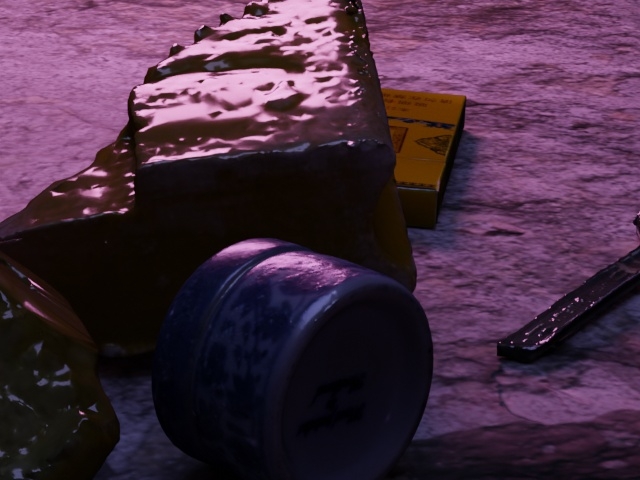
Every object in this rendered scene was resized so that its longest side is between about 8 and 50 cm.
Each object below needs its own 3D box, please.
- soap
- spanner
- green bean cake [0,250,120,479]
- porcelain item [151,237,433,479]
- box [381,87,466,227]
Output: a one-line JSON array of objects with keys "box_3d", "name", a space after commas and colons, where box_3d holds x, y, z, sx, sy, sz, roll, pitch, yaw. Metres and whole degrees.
[{"box_3d": [-0.100, -0.063, 1.358, 0.304, 0.169, 0.338, -8, 30, 0], "name": "soap"}, {"box_3d": [0.228, 0.027, 1.414, 0.093, 0.026, 0.325, 16, 27, 34], "name": "spanner"}, {"box_3d": [-0.237, 0.054, 1.028, 0.236, 0.124, 0.233, 37, 2, -22], "name": "green bean cake"}, {"box_3d": [-0.019, 0.077, 1.108, 0.114, 0.147, 0.147, 19, 27, 40], "name": "porcelain item"}, {"box_3d": [0.043, -0.081, 1.656, 0.153, 0.041, 0.279, 6, 22, 7], "name": "box"}]
